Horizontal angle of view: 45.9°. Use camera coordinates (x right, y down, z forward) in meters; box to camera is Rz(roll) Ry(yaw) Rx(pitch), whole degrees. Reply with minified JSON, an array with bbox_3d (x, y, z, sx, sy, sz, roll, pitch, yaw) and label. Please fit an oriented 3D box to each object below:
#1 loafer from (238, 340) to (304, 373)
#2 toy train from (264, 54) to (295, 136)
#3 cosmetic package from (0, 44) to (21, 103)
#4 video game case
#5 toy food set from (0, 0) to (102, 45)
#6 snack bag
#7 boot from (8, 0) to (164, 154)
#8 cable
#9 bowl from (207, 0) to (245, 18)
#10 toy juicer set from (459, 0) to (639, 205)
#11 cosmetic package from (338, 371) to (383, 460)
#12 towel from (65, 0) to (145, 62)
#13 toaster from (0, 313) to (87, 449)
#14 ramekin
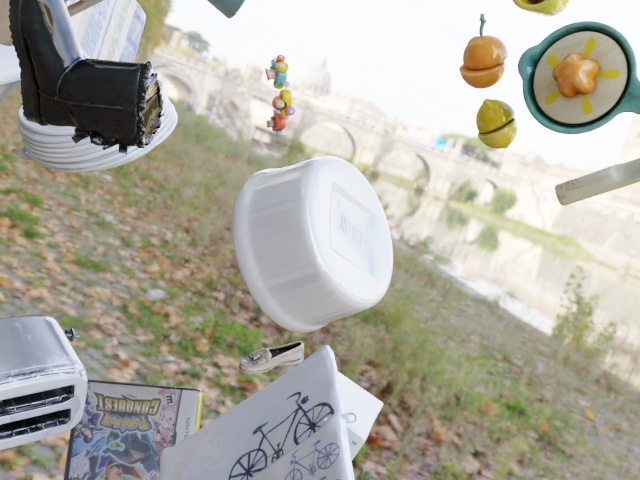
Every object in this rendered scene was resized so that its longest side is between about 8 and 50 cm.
[{"bbox_3d":[-0.088,0.208,1.375,0.125,0.039,0.045,-7,34,-26],"label":"loafer"},{"bbox_3d":[-0.097,-0.304,1.588,0.046,0.166,0.125,-9,6,-21],"label":"toy train"},{"bbox_3d":[-0.722,-0.345,1.155,0.329,0.393,0.327,-14,13,48],"label":"cosmetic package"},{"bbox_3d":[-0.394,0.427,1.589,0.275,0.248,0.035,3,-12,7],"label":"video game case"},{"bbox_3d":[-0.384,-0.428,0.947,0.220,0.306,0.092,-17,12,22],"label":"toy food set"},{"bbox_3d":[-0.091,0.297,0.905,0.037,0.323,0.342,46,17,-26],"label":"snack bag"},{"bbox_3d":[-0.165,-0.124,0.541,0.099,0.121,0.045,14,31,12],"label":"boot"},{"bbox_3d":[-0.380,-0.209,1.292,0.257,0.089,0.257,23,47,39],"label":"cable"},{"bbox_3d":[-0.234,-0.705,1.793,0.163,0.311,0.311,18,7,-21],"label":"bowl"},{"bbox_3d":[0.284,-0.168,0.915,0.089,0.209,0.329,5,49,-54],"label":"toy juicer set"},{"bbox_3d":[0.004,0.432,1.615,0.138,0.224,0.225,34,13,6],"label":"cosmetic package"},{"bbox_3d":[-0.432,-0.423,1.479,0.034,0.209,0.285,12,-10,13],"label":"towel"},{"bbox_3d":[-0.414,0.190,1.019,0.227,0.129,0.146,-5,32,-41],"label":"toaster"},{"bbox_3d":[0.000,0.000,1.211,0.135,0.277,0.277,-17,-17,34],"label":"ramekin"}]
